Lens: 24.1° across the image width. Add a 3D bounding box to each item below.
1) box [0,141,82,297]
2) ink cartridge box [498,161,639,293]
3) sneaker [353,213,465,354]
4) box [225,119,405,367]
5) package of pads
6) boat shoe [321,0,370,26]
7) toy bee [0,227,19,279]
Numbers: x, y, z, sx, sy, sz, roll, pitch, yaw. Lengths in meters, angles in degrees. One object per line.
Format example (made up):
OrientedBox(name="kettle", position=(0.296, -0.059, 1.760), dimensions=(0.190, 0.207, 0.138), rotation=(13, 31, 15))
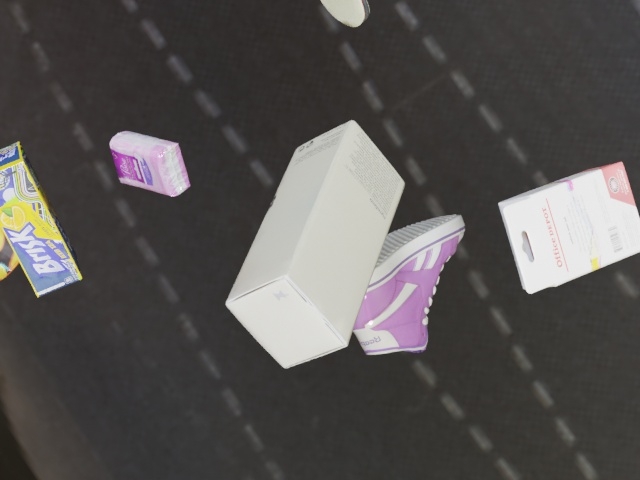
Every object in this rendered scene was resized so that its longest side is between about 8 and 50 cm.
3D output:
OrientedBox(name="box", position=(-0.328, -0.022, 1.681), dimensions=(0.054, 0.059, 0.169), rotation=(-117, 5, -56))
OrientedBox(name="ink cartridge box", position=(0.293, -0.013, 1.818), dimensions=(0.067, 0.198, 0.115), rotation=(-12, 96, 59))
OrientedBox(name="sneaker", position=(0.131, 0.073, 2.172), dimensions=(0.102, 0.282, 0.161), rotation=(-10, 107, 46))
OrientedBox(name="box", position=(0.000, 0.000, 1.634), dimensions=(0.094, 0.275, 0.113), rotation=(-23, 118, 35))
OrientedBox(name="package of pads", position=(-0.165, -0.075, 1.446), dimensions=(0.083, 0.032, 0.050), rotation=(16, 128, 43))
OrientedBox(name="boat shoe", position=(0.012, -0.284, 1.553), dimensions=(0.049, 0.043, 0.137), rotation=(-40, 82, 41))
OrientedBox(name="toy bee", position=(-0.433, 0.000, 1.951), dimensions=(0.298, 0.162, 0.195), rotation=(57, -163, 20))
